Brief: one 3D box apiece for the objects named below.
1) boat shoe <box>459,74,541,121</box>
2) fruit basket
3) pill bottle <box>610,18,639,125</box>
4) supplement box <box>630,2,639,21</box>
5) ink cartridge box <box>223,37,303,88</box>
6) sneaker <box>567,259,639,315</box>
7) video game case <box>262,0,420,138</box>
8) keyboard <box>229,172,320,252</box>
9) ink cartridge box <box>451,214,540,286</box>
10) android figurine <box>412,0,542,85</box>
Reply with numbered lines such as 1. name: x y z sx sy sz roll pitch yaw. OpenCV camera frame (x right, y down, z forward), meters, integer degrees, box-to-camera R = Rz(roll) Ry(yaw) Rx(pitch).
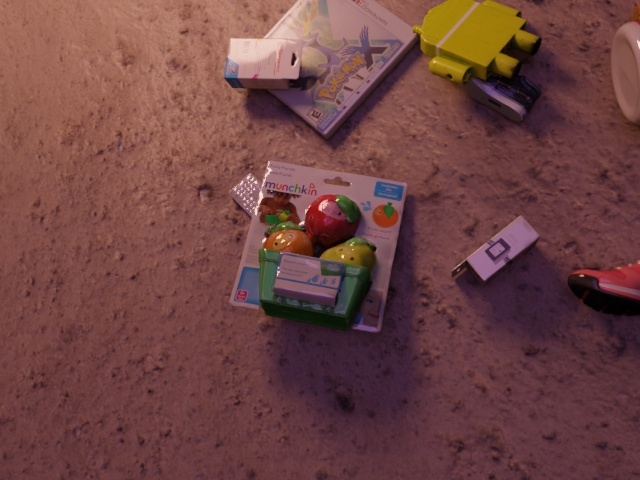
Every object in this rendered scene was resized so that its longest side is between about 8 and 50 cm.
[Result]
1. boat shoe: 0.393 -0.342 1.458 0.183 0.065 0.083 37 79 14
2. fruit basket: 0.000 0.000 1.408 0.327 0.165 0.353 11 74 8
3. pill bottle: 0.789 -0.363 1.295 0.363 0.210 0.210 -11 76 10
4. supplement box: 0.790 -0.511 1.396 0.233 0.078 0.080 -28 74 5
5. ink cartridge box: -0.126 -0.414 1.543 0.181 0.061 0.104 5 79 14
6. sneaker: 0.649 0.079 1.298 0.314 0.116 0.136 9 70 7
7. video game case: 0.018 -0.452 1.572 0.300 0.036 0.329 42 89 17
8. keyboard: -0.106 -0.050 1.524 0.072 0.014 0.256 -45 73 0
9. ink cartridge box: 0.359 0.036 1.358 0.180 0.104 0.060 -39 74 2
10. android figurine: 0.336 -0.448 1.458 0.273 0.056 0.248 29 67 25
